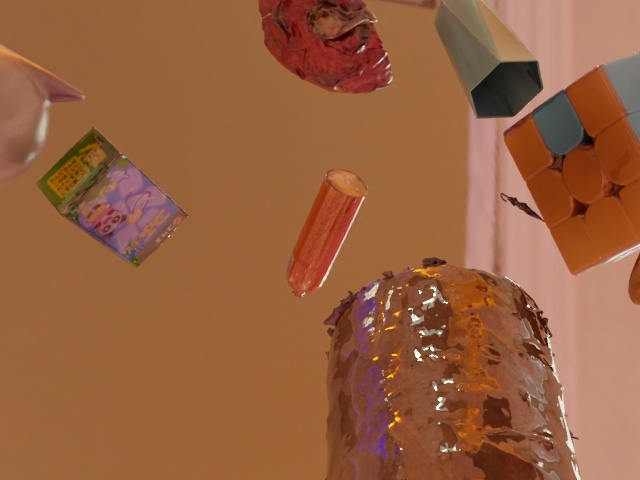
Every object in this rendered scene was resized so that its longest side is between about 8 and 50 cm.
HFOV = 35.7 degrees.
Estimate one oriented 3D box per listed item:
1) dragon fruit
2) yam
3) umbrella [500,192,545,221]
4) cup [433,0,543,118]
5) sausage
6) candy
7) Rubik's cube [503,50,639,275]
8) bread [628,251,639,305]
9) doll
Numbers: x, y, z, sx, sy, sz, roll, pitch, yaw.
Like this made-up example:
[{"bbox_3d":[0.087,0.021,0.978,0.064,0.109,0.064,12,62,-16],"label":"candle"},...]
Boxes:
[{"bbox_3d":[-0.018,-0.370,1.636,0.152,0.205,0.317,-33,-94,-7],"label":"dragon fruit"},{"bbox_3d":[0.068,0.125,0.496,0.128,0.129,0.238,42,-155,-26],"label":"yam"},{"bbox_3d":[0.329,-0.055,1.617,0.122,0.013,0.022,23,-136,-40],"label":"umbrella"},{"bbox_3d":[0.300,-0.350,1.815,0.148,0.134,0.235,-1,-130,-20],"label":"cup"},{"bbox_3d":[0.000,0.000,1.565,0.071,0.234,0.071,17,-146,-12],"label":"sausage"},{"bbox_3d":[-0.241,-0.045,1.176,0.097,0.062,0.194,-46,-26,-4],"label":"candy"},{"bbox_3d":[0.549,-0.147,1.708,0.290,0.291,0.291,-18,-101,-29],"label":"Rubik's cube"},{"bbox_3d":[0.522,0.007,1.348,0.121,0.245,0.174,42,-116,3],"label":"bread"},{"bbox_3d":[-0.456,-0.082,1.076,0.226,0.215,0.370,46,-113,-41],"label":"doll"}]
